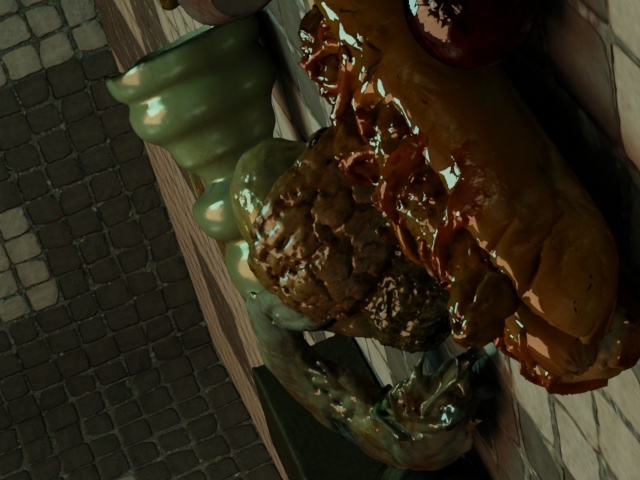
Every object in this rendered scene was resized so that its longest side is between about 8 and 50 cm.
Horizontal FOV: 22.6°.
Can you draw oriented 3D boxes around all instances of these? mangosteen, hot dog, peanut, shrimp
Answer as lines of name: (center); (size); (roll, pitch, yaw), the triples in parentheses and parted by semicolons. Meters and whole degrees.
mangosteen: (0.085, -0.135, 0.886); (0.081, 0.081, 0.081); (158, 90, -81)
hot dog: (0.072, -0.052, 0.973); (0.349, 0.117, 0.158); (62, -176, 32)
peanut: (0.000, 0.000, 1.557); (0.224, 0.129, 0.129); (60, 170, 12)
shrimp: (0.044, 0.120, 1.466); (0.247, 0.085, 0.360); (42, 158, -10)

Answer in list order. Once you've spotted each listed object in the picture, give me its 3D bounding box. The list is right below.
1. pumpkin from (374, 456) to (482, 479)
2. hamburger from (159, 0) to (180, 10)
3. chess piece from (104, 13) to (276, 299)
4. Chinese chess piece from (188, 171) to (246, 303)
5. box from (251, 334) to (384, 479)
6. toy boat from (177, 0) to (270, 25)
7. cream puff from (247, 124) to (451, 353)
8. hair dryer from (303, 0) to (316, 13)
pumpkin: (0.113, 0.287, 1.599); (0.167, 0.125, 0.167); (167, 90, -87)
hamburger: (-0.151, -0.341, 1.711); (0.185, 0.113, 0.177); (-115, -1, -74)
chess piece: (-0.087, -0.076, 1.784); (0.330, 0.182, 0.182); (64, 172, -12)
Chinese chess piece: (-0.094, -0.042, 2.092); (0.273, 0.102, 0.273); (157, 90, -81)
box: (0.033, 0.277, 1.997); (0.184, 0.143, 0.273); (77, 168, -47)
toy boat: (-0.085, -0.292, 1.354); (0.282, 0.096, 0.206); (-132, 53, -69)
cream puff: (0.059, 0.003, 1.190); (0.169, 0.183, 0.183); (42, 163, 17)
hair dryer: (-0.007, -0.230, 1.357); (0.124, 0.038, 0.063); (-116, 8, -71)
